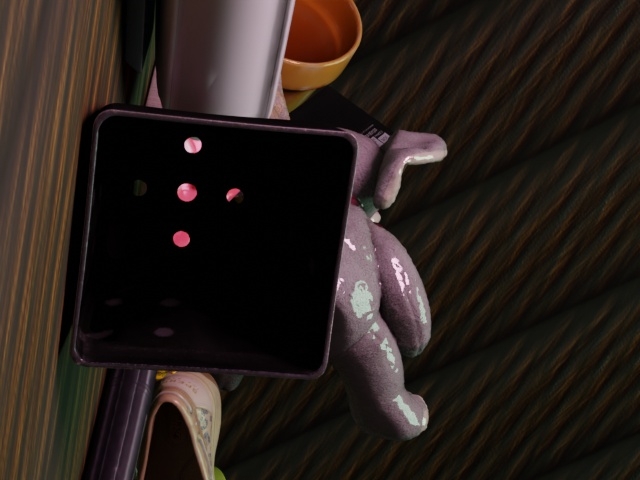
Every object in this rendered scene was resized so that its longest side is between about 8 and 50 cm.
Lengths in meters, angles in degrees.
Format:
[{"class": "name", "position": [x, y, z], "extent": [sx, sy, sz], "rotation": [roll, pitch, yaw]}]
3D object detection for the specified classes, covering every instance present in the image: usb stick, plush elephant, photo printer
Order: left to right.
[{"class": "usb stick", "position": [-0.186, 0.194, 1.433], "extent": [0.278, 0.045, 0.077], "rotation": [-83, -172, -45]}, {"class": "photo printer", "position": [-0.076, -0.244, 1.284], "extent": [0.307, 0.107, 0.256], "rotation": [106, -15, -60]}, {"class": "plush elephant", "position": [0.000, 0.000, 1.637], "extent": [0.255, 0.272, 0.330], "rotation": [-66, 159, -43]}]

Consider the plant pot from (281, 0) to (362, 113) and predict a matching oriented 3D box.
[{"class": "plant pot", "position": [-0.072, -0.257, 2.176], "extent": [0.188, 0.205, 0.205], "rotation": [122, -19, -47]}]

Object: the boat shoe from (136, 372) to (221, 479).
[{"class": "boat shoe", "position": [-0.152, 0.272, 1.631], "extent": [0.089, 0.105, 0.285], "rotation": [-62, 150, -72]}]

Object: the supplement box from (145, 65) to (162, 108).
[{"class": "supplement box", "position": [-0.146, -0.124, 1.508], "extent": [0.062, 0.036, 0.098], "rotation": [99, -1, -47]}]

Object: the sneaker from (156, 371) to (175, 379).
[{"class": "sneaker", "position": [-0.146, 0.104, 1.569], "extent": [0.175, 0.064, 0.067], "rotation": [159, -62, -67]}]

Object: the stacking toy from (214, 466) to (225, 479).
[{"class": "stacking toy", "position": [-0.205, 0.434, 2.072], "extent": [0.309, 0.130, 0.279], "rotation": [-66, -149, 10]}]

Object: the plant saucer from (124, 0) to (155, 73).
[{"class": "plant saucer", "position": [-0.136, -0.224, 1.219], "extent": [0.067, 0.018, 0.192], "rotation": [-83, -179, -48]}]

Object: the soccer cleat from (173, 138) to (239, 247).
[{"class": "soccer cleat", "position": [-0.130, -0.022, 1.466], "extent": [0.095, 0.083, 0.248], "rotation": [-14, -127, 66]}]

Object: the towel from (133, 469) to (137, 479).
[{"class": "towel", "position": [-0.215, 0.307, 1.805], "extent": [0.325, 0.038, 0.247], "rotation": [-80, 177, -69]}]

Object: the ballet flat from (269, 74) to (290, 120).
[{"class": "ballet flat", "position": [-0.101, -0.194, 1.917], "extent": [0.107, 0.106, 0.316], "rotation": [-39, -132, 20]}]

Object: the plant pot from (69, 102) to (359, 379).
[{"class": "plant pot", "position": [-0.090, -0.017, 1.196], "extent": [0.167, 0.188, 0.187], "rotation": [-122, -142, -70]}]

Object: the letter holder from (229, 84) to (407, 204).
[{"class": "letter holder", "position": [-0.043, -0.030, 2.052], "extent": [0.302, 0.152, 0.214], "rotation": [-40, 163, -51]}]
